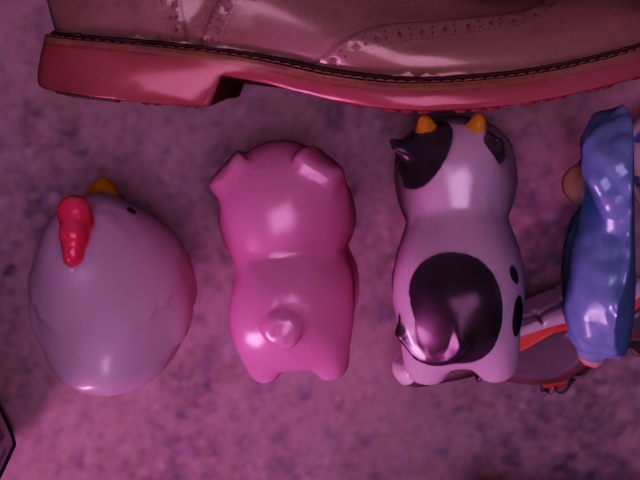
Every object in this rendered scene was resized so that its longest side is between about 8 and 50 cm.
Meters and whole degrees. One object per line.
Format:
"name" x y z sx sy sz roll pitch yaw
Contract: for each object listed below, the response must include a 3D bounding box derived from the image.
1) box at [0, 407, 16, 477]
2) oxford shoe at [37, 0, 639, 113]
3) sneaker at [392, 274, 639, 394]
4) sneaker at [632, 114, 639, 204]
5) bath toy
"box" -0.335 0.126 0.898 0.270 0.165 0.143 -18 104 5
"oxford shoe" 0.019 -0.137 0.853 0.348 0.123 0.130 1 99 -1
"sneaker" 0.123 0.070 0.937 0.158 0.061 0.064 -17 110 5
"sneaker" 0.276 0.011 0.884 0.240 0.126 0.091 36 102 -9
"bath toy" 0.000 0.000 0.880 0.348 0.151 0.129 -6 140 6
